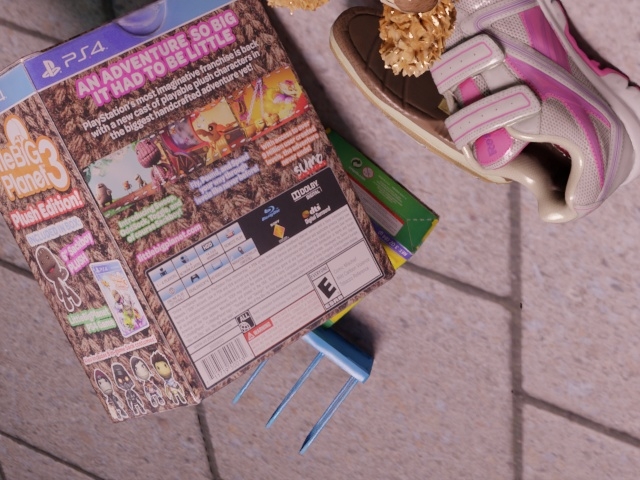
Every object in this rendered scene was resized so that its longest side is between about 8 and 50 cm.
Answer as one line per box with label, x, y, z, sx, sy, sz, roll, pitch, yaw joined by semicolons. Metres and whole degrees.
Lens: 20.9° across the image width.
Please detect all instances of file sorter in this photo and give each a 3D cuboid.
file sorter;-0.049;0.109;1.653;0.170;0.104;0.118;37;-176;1

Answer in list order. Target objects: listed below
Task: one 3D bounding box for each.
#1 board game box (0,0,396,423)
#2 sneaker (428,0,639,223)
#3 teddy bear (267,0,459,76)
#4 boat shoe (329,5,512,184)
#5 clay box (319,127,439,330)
board game box;-0.117;-0.038;1.399;0.141;0.232;0.291;-19;99;52
sneaker;0.135;-0.112;1.252;0.252;0.111;0.103;42;146;-6
teddy bear;-0.003;-0.207;1.135;0.338;0.113;0.245;25;150;30
boat shoe;0.077;-0.105;1.363;0.190;0.068;0.072;42;158;-6
clay box;0.000;0.000;1.566;0.127;0.053;0.222;40;146;-3
